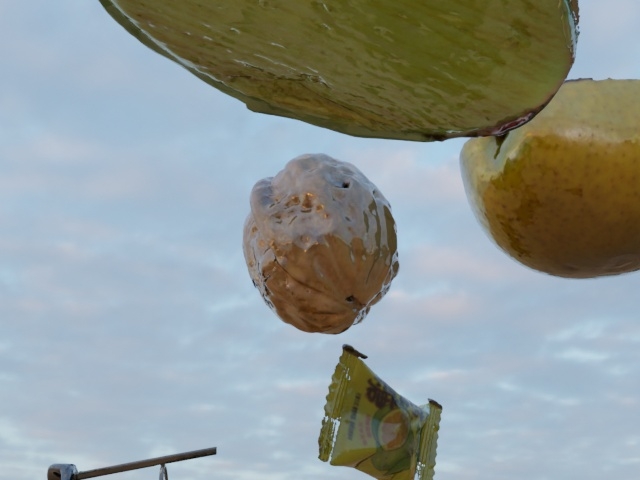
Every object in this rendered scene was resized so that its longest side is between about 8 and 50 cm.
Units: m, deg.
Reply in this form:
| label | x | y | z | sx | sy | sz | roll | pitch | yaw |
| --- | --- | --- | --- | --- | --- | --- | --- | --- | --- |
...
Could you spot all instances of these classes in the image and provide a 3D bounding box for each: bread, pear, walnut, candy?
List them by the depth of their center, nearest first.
| label | x | y | z | sx | sy | sz | roll | pitch | yaw |
| --- | --- | --- | --- | --- | --- | --- | --- | --- | --- |
| bread | -0.004 | -0.138 | 0.447 | 0.302 | 0.045 | 0.301 | 16 | -14 | 4 |
| walnut | 0.000 | 0.000 | 0.985 | 0.198 | 0.245 | 0.198 | -11 | -49 | -13 |
| pear | 0.382 | -0.047 | 1.093 | 0.387 | 0.191 | 0.340 | 12 | -31 | -29 |
| candy | 0.102 | 0.299 | 1.270 | 0.081 | 0.187 | 0.297 | -10 | -36 | 42 |

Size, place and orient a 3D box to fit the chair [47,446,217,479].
| label | x | y | z | sx | sy | sz | roll | pitch | yaw |
| --- | --- | --- | --- | --- | --- | --- | --- | --- | --- |
| chair | -0.235 | 0.323 | 0.986 | 0.222 | 0.104 | 0.095 | -1 | 15 | -3 |
